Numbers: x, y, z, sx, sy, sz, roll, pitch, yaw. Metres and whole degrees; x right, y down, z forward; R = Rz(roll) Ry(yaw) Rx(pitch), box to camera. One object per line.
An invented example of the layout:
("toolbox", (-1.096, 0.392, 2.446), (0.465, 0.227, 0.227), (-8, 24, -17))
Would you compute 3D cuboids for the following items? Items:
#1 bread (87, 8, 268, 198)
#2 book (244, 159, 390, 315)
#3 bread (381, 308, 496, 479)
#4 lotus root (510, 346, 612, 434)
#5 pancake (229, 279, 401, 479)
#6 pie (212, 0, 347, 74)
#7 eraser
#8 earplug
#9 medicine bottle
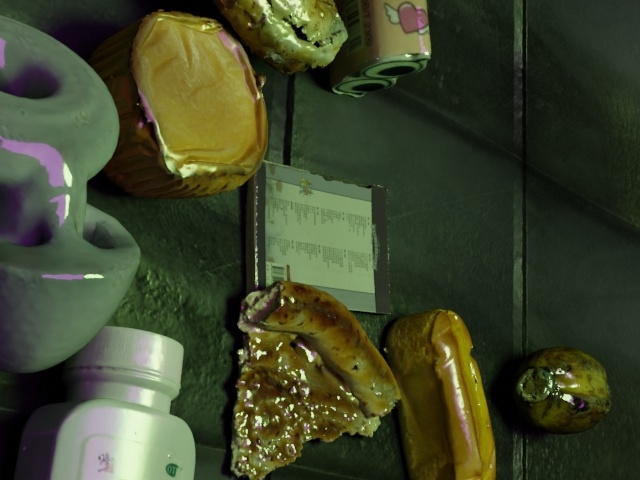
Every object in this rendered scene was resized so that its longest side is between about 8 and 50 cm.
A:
("bread", (-0.147, -0.128, 1.231), (0.199, 0.104, 0.199), (23, 60, -46))
("book", (-0.001, 0.000, 1.431), (0.231, 0.026, 0.157), (11, 76, -47))
("bread", (0.152, 0.205, 1.504), (0.102, 0.094, 0.245), (-8, 86, -55))
("lotus root", (0.331, 0.206, 1.697), (0.209, 0.120, 0.120), (14, 70, -48))
("pancake", (-0.013, 0.172, 1.345), (0.266, 0.057, 0.244), (53, 47, -29))
("pie", (-0.065, -0.305, 1.341), (0.308, 0.085, 0.308), (48, 22, -27))
("eraser", (0.056, -0.333, 1.474), (0.087, 0.171, 0.290), (-1, 81, -29))
("earplug", (-0.266, -0.052, 1.038), (0.214, 0.175, 0.325), (-6, 76, -45))
("medicine bottle", (-0.189, 0.230, 1.086), (0.161, 0.111, 0.296), (27, 60, -43))
